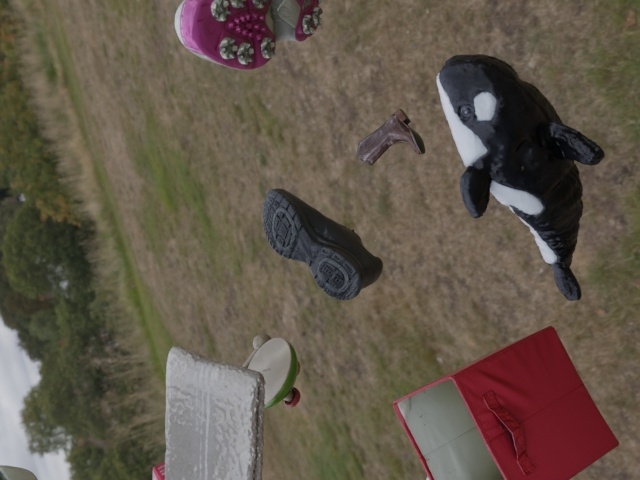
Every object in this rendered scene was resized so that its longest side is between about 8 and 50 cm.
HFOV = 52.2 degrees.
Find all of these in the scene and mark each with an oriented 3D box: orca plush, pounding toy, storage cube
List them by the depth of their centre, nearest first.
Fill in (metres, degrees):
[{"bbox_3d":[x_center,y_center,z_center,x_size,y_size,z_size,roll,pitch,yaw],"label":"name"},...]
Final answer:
[{"bbox_3d":[0.220,-0.060,0.636,0.102,0.151,0.287,2,124,50],"label":"orca plush"},{"bbox_3d":[0.254,0.257,0.921,0.184,0.193,0.215,63,152,14],"label":"storage cube"},{"bbox_3d":[-0.111,0.349,1.688,0.237,0.110,0.183,12,72,57],"label":"pounding toy"}]

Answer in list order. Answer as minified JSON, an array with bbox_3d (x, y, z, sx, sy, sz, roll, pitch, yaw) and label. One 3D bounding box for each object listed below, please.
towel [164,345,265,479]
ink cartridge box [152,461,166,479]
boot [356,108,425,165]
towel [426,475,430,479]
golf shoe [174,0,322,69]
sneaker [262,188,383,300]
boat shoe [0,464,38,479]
[{"bbox_3d":[-0.175,0.327,1.087,0.187,0.049,0.282,11,104,27],"label":"towel"},{"bbox_3d":[-0.222,0.542,1.225,0.237,0.100,0.172,45,138,35],"label":"ink cartridge box"},{"bbox_3d":[0.120,-0.161,1.155,0.114,0.037,0.106,-38,54,23],"label":"boot"},{"bbox_3d":[0.273,0.532,1.381,0.029,0.197,0.144,22,110,45],"label":"towel"},{"bbox_3d":[-0.111,-0.297,0.863,0.140,0.306,0.115,11,118,23],"label":"golf shoe"},{"bbox_3d":[0.000,0.000,1.261,0.286,0.130,0.109,45,127,23],"label":"sneaker"},{"bbox_3d":[-0.309,0.198,0.418,0.340,0.113,0.127,-15,62,40],"label":"boat shoe"}]
